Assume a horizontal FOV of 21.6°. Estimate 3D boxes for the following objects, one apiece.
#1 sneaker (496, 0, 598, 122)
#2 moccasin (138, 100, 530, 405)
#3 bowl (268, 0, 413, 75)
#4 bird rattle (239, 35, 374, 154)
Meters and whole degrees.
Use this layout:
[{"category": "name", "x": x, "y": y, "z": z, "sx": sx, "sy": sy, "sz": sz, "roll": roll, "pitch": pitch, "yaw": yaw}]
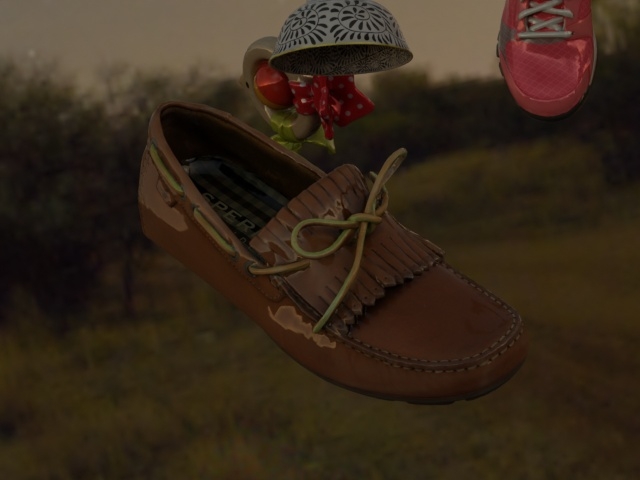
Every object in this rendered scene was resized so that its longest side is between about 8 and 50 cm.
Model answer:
[{"category": "sneaker", "x": 0.245, "y": -0.289, "z": 1.854, "sx": 0.116, "sy": 0.314, "sz": 0.136, "roll": 0, "pitch": -14, "yaw": 14}, {"category": "moccasin", "x": 0.003, "y": -0.001, "z": 1.291, "sx": 0.139, "sy": 0.147, "sz": 0.380, "roll": -28, "pitch": 46, "yaw": -28}, {"category": "bowl", "x": 0.022, "y": -0.247, "z": 1.959, "sx": 0.170, "sy": 0.080, "sz": 0.170, "roll": -2, "pitch": -7, "yaw": 0}, {"category": "bird rattle", "x": -0.046, "y": -0.212, "z": 2.516, "sx": 0.143, "sy": 0.207, "sz": 0.253, "roll": -37, "pitch": -9, "yaw": -20}]
